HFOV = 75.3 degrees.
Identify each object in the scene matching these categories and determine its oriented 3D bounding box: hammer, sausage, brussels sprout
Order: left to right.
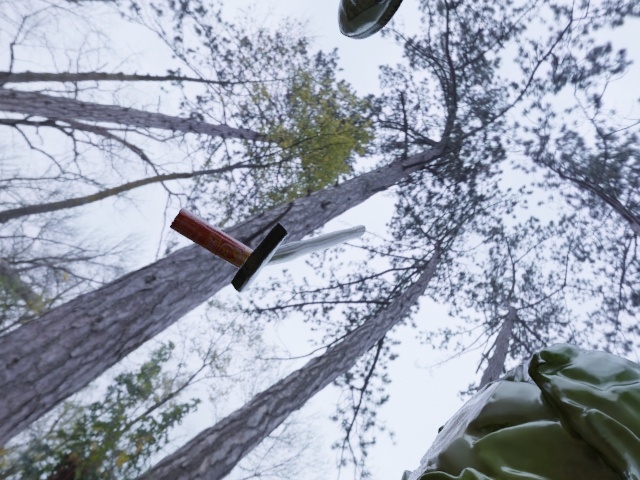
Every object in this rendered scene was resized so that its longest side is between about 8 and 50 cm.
[{"bbox_3d":[-0.135,0.004,0.552,0.129,0.034,0.034,33,-62,-9],"label":"sausage"},{"bbox_3d":[0.000,0.000,0.372,0.013,0.199,0.062,46,-64,14],"label":"hammer"},{"bbox_3d":[0.314,0.356,0.512,0.361,0.342,0.425,43,-43,23],"label":"brussels sprout"}]

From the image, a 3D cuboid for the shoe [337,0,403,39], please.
[{"bbox_3d":[0.080,-0.404,0.579,0.275,0.098,0.103,131,-43,-56],"label":"shoe"}]
